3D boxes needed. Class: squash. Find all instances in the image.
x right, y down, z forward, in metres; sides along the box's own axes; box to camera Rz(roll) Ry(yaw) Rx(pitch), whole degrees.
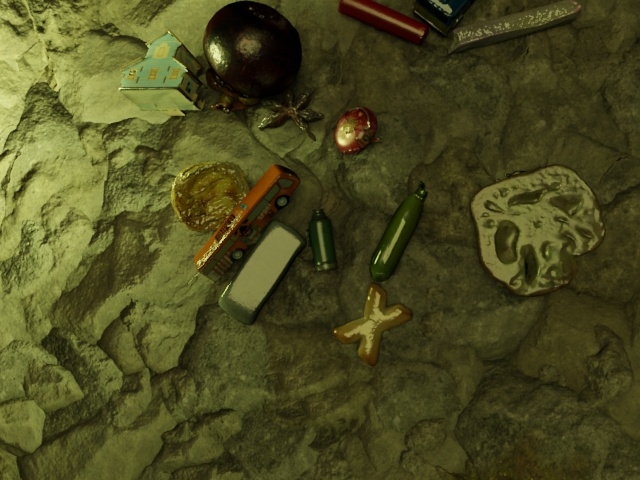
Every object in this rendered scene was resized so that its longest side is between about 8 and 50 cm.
[{"bbox_3d":[0.235,-0.026,1.835,0.087,0.087,0.332,28,89,6],"label":"squash"}]

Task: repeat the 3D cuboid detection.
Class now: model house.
[{"bbox_3d":[-0.449,-0.507,1.871,0.271,0.178,0.207,5,73,28],"label":"model house"}]

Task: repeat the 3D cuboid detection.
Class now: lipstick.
[{"bbox_3d":[0.192,-0.670,1.867,0.279,0.073,0.073,26,91,7],"label":"lipstick"}]

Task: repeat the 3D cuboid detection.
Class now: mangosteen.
[{"bbox_3d":[-0.197,-0.540,1.804,0.297,0.297,0.293,3,132,6],"label":"mangosteen"}]

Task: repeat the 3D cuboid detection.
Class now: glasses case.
[{"bbox_3d":[-0.177,0.096,1.873,0.131,0.074,0.323,34,91,7],"label":"glasses case"}]

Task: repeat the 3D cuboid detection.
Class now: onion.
[{"bbox_3d":[0.127,-0.318,1.853,0.150,0.140,0.150,-20,61,42],"label":"onion"}]

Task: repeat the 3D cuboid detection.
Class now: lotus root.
[{"bbox_3d":[0.611,-0.039,1.792,0.374,0.111,0.391,27,92,10],"label":"lotus root"}]

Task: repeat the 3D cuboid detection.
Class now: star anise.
[{"bbox_3d":[-0.090,-0.404,1.888,0.207,0.063,0.172,15,88,6],"label":"star anise"}]

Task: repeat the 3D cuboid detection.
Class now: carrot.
[{"bbox_3d":[-0.272,-0.421,1.922,0.142,0.035,0.035,-8,87,10],"label":"carrot"}]

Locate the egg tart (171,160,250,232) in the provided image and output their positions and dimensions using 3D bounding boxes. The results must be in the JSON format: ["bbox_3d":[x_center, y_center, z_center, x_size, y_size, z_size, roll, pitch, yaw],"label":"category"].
[{"bbox_3d":[-0.331,-0.142,1.883,0.252,0.098,0.232,-40,108,6],"label":"egg tart"}]

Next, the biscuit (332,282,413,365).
[{"bbox_3d":[0.156,0.250,1.851,0.164,0.047,0.208,38,92,6],"label":"biscuit"}]

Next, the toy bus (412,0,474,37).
[{"bbox_3d":[0.410,-0.758,1.793,0.138,0.175,0.288,40,89,6],"label":"toy bus"}]

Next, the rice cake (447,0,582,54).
[{"bbox_3d":[0.569,-0.637,1.830,0.398,0.070,0.064,-14,83,4],"label":"rice cake"}]

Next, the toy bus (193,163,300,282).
[{"bbox_3d":[-0.219,-0.053,1.846,0.092,0.093,0.409,34,101,-35],"label":"toy bus"}]

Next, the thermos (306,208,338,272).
[{"bbox_3d":[0.005,-0.001,1.866,0.073,0.083,0.188,-7,86,-17],"label":"thermos"}]
